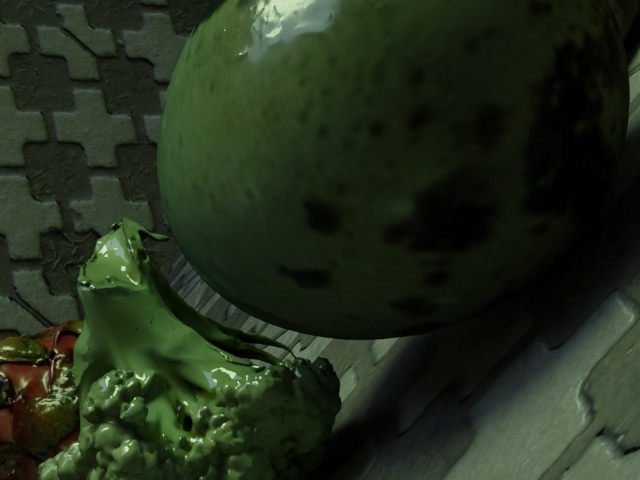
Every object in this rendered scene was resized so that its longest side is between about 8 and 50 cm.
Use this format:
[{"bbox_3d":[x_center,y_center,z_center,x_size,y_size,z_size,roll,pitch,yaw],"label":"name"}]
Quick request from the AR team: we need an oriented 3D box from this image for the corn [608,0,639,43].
[{"bbox_3d":[0.225,-0.183,1.558,0.126,0.126,0.335,-39,13,49],"label":"corn"}]

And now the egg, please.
[{"bbox_3d":[0.049,-0.091,1.301,0.428,0.345,0.345,-35,16,47],"label":"egg"}]

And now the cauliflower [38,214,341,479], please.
[{"bbox_3d":[-0.139,0.158,1.411,0.327,0.281,0.260,-37,18,27],"label":"cauliflower"}]

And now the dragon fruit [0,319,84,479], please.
[{"bbox_3d":[-0.296,0.226,2.017,0.263,0.314,0.296,-30,11,4],"label":"dragon fruit"}]
